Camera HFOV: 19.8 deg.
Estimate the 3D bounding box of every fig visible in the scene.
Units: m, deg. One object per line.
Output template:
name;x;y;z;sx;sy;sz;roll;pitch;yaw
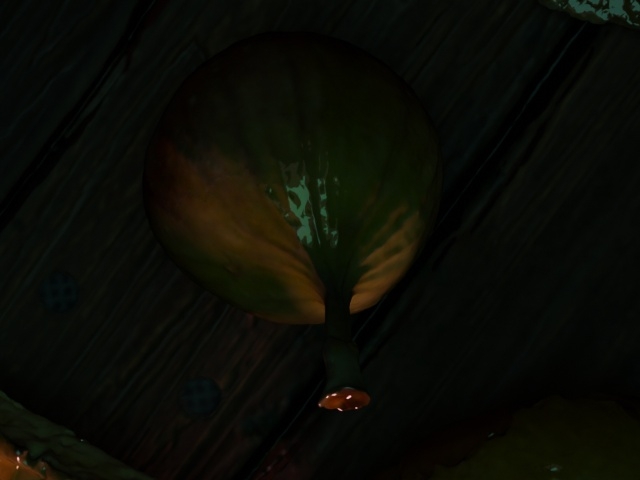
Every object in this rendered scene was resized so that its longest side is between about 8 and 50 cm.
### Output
fig;0.000;0.003;0.947;0.160;0.143;0.230;-21;63;-2

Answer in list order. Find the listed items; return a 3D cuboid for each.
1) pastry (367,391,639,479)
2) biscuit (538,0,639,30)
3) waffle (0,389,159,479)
pastry;0.136;0.250;0.963;0.356;0.164;0.356;0;87;2
biscuit;0.204;-0.223;1.002;0.131;0.025;0.230;16;93;2
waffle;-0.147;0.215;0.970;0.248;0.055;0.221;25;106;22
